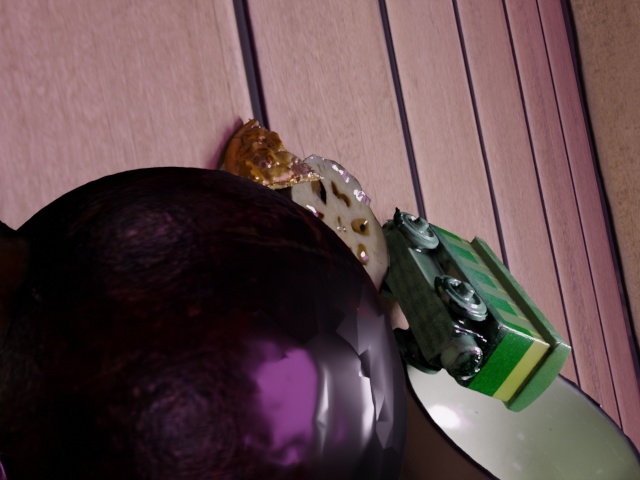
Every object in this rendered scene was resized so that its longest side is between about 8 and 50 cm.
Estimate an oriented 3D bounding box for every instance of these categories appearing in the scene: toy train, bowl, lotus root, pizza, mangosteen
[{"bbox_3d":[0.169,0.078,1.066,0.202,0.120,0.301,22,22,-27],"label":"toy train"},{"bbox_3d":[0.220,0.289,1.069,0.354,0.354,0.185,-25,145,-61],"label":"bowl"},{"bbox_3d":[0.001,-0.002,0.969,0.183,0.078,0.203,60,27,-9],"label":"lotus root"},{"bbox_3d":[-0.047,-0.089,0.890,0.123,0.109,0.026,-84,-172,-46],"label":"pizza"},{"bbox_3d":[-0.104,0.114,0.502,0.330,0.330,0.330,32,53,-54],"label":"mangosteen"}]

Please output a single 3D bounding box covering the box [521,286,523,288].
[{"bbox_3d":[0.349,0.124,1.591,0.218,0.040,0.055,1,78,-61],"label":"box"}]
